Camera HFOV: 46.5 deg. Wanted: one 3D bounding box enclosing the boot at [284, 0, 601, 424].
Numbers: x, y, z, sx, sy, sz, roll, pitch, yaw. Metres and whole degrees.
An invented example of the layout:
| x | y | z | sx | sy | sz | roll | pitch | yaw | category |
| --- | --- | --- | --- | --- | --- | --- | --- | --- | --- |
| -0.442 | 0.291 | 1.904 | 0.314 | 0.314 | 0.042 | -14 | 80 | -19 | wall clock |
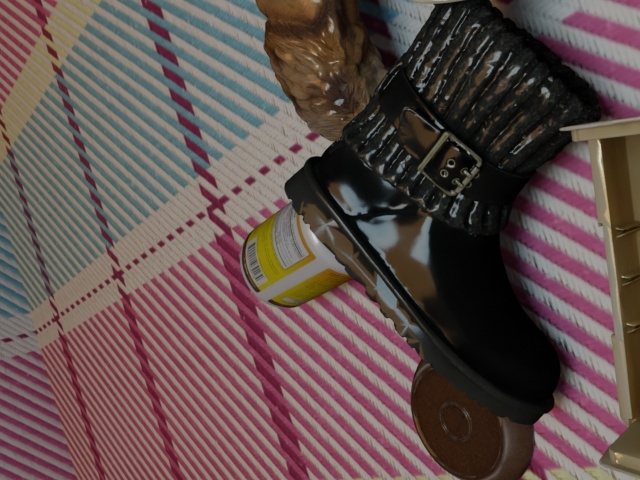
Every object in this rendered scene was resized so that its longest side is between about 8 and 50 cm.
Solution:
| x | y | z | sx | sy | sz | roll | pitch | yaw | category |
| --- | --- | --- | --- | --- | --- | --- | --- | --- | --- |
| 0.159 | -0.024 | 0.670 | 0.348 | 0.131 | 0.260 | 46 | 111 | -1 | boot |

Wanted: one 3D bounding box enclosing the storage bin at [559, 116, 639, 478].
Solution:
| x | y | z | sx | sy | sz | roll | pitch | yaw | category |
| --- | --- | --- | --- | --- | --- | --- | --- | --- | --- |
| 0.299 | 0.035 | 0.493 | 0.260 | 0.123 | 0.262 | 2 | 104 | 56 | storage bin |

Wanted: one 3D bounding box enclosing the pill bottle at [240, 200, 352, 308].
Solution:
| x | y | z | sx | sy | sz | roll | pitch | yaw | category |
| --- | --- | --- | --- | --- | --- | --- | --- | --- | --- |
| 0.000 | 0.000 | 0.882 | 0.215 | 0.117 | 0.117 | -31 | 76 | 51 | pill bottle |

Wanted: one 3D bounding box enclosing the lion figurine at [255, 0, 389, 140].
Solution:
| x | y | z | sx | sy | sz | roll | pitch | yaw | category |
| --- | --- | --- | --- | --- | --- | --- | --- | --- | --- |
| 0.009 | -0.301 | 0.730 | 0.240 | 0.142 | 0.392 | -118 | 22 | -45 | lion figurine |

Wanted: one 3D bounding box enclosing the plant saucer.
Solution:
| x | y | z | sx | sy | sz | roll | pitch | yaw | category |
| --- | --- | --- | --- | --- | --- | --- | --- | --- | --- |
| 0.156 | 0.195 | 0.817 | 0.168 | 0.029 | 0.168 | 18 | 113 | 49 | plant saucer |

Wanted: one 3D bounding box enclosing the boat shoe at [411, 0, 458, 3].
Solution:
| x | y | z | sx | sy | sz | roll | pitch | yaw | category |
| --- | --- | --- | --- | --- | --- | --- | --- | --- | --- |
| 0.156 | -0.247 | 0.593 | 0.206 | 0.065 | 0.075 | -23 | 96 | 22 | boat shoe |
